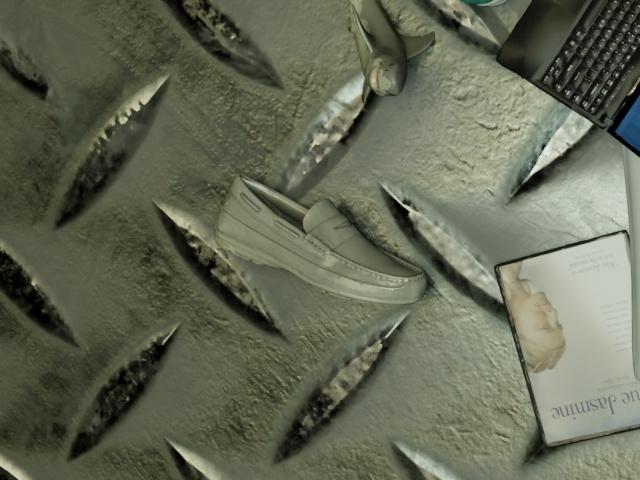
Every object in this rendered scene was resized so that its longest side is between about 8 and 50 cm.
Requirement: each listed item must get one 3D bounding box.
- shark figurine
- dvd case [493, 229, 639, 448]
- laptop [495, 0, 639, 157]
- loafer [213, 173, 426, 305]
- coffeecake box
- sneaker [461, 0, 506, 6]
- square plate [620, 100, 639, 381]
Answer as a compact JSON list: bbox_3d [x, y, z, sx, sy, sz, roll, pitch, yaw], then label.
[{"bbox_3d":[0.092,-0.297,1.705,0.116,0.166,0.278,-9,70,-4],"label":"shark figurine"},{"bbox_3d":[0.343,0.130,1.650,0.180,0.022,0.253,-17,87,20],"label":"dvd case"},{"bbox_3d":[0.360,-0.248,1.493,0.264,0.136,0.234,36,104,16],"label":"laptop"},{"bbox_3d":[0.000,0.000,1.727,0.319,0.112,0.111,20,108,19],"label":"loafer"},{"bbox_3d":[0.406,-0.293,1.584,0.142,0.068,0.185,-30,81,20],"label":"coffeecake box"},{"bbox_3d":[0.204,-0.430,1.561,0.124,0.178,0.295,37,119,32],"label":"sneaker"},{"bbox_3d":[0.523,-0.009,1.473,0.344,0.049,0.347,-4,87,27],"label":"square plate"}]
